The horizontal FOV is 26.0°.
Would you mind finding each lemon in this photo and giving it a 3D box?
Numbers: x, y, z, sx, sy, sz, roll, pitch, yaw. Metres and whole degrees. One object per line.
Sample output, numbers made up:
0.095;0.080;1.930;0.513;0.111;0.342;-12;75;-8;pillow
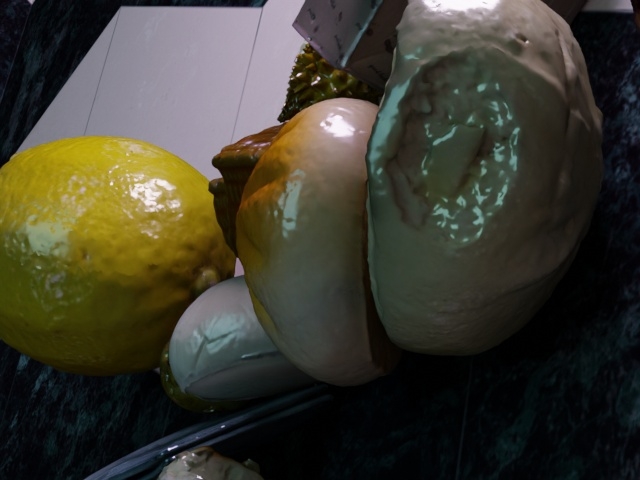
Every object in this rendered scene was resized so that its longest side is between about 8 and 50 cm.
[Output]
-0.268;0.026;1.897;0.364;0.364;0.364;-40;36;38;lemon

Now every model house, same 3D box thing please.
-0.028;-0.065;1.663;0.199;0.229;0.220;25;89;57;model house

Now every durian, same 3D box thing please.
0.044;-0.260;1.790;0.138;0.183;0.250;3;80;36;durian

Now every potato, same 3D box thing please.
-0.120;0.144;1.758;0.176;0.137;0.137;-32;37;13;potato

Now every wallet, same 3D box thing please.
-0.154;0.250;1.619;0.290;0.251;0.054;-28;85;50;wallet

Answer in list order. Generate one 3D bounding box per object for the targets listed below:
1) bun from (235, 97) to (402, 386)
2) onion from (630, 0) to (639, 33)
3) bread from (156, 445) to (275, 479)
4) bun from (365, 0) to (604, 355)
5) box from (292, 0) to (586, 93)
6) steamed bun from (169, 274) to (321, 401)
0.000;0.000;1.429;0.164;0.299;0.299;4;64;16;bun
0.374;-0.207;1.117;0.246;0.190;0.246;-2;86;39;onion
-0.057;0.362;1.319;0.225;0.279;0.250;-96;30;-74;bread
0.164;-0.068;1.308;0.364;0.202;0.364;7;-90;-80;bun
0.152;-0.295;1.536;0.297;0.225;0.190;-59;30;12;box
-0.064;0.104;1.605;0.228;0.177;0.131;-16;69;21;steamed bun
